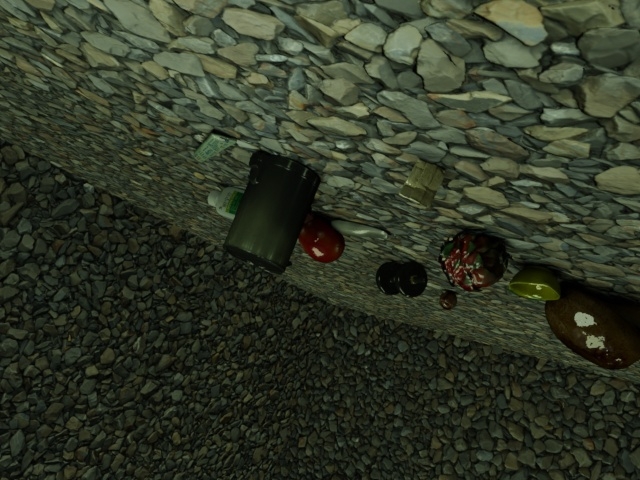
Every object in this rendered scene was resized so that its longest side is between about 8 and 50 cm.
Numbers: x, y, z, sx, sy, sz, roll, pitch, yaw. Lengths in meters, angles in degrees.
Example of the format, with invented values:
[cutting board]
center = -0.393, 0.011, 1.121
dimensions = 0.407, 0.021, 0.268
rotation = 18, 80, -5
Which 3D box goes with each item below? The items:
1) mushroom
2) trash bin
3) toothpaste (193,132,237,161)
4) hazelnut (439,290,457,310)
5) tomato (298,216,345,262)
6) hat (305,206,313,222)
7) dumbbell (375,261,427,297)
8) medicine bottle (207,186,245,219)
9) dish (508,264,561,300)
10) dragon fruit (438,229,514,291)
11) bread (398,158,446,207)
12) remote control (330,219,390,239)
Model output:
[mushroom]
center = 0.859, 0.274, 1.731
dimensions = 0.345, 0.239, 0.345
rotation = 33, 155, 18
[trash bin]
center = -0.147, -0.077, 1.622
dimensions = 0.203, 0.301, 0.252
rotation = 9, 164, 46
[toothpaste]
center = -0.331, -0.279, 1.653
dimensions = 0.069, 0.047, 0.268
rotation = 45, 158, -18
[hazelnut]
center = 0.576, 0.271, 2.482
dimensions = 0.086, 0.086, 0.086
rotation = 20, 168, 4
[tomato]
center = 0.000, 0.000, 2.053
dimensions = 0.195, 0.136, 0.195
rotation = 40, -173, -6
[hat]
center = -0.117, -0.125, 1.880
dimensions = 0.206, 0.089, 0.205
rotation = 17, 172, 2
[dumbbell]
center = 0.330, 0.158, 2.252
dimensions = 0.143, 0.143, 0.325
rotation = 26, 167, -23
[medicine bottle]
center = -0.336, -0.141, 2.096
dimensions = 0.183, 0.119, 0.069
rotation = 18, 171, 24
[dish]
center = 0.667, 0.126, 1.704
dimensions = 0.149, 0.080, 0.207
rotation = 21, 167, 0
[dragon fruit]
center = 0.440, 0.061, 1.584
dimensions = 0.189, 0.182, 0.182
rotation = 14, 166, 34
[bread]
center = 0.232, -0.115, 1.301
dimensions = 0.077, 0.105, 0.152
rotation = 26, 168, 7
[remote control]
center = 0.137, -0.033, 1.966
dimensions = 0.229, 0.044, 0.073
rotation = 15, 164, 27
